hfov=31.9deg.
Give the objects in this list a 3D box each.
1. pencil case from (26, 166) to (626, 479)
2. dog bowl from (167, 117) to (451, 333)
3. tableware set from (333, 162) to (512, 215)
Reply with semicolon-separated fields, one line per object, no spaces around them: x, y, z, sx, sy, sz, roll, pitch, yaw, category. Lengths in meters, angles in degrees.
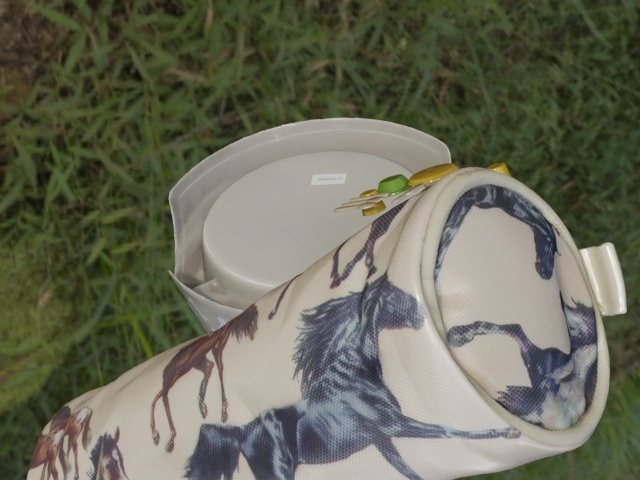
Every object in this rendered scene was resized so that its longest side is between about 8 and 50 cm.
-0.012;0.107;0.704;0.410;0.160;0.183;-31;172;37;pencil case
0.000;0.000;1.227;0.349;0.348;0.102;-15;128;-8;dog bowl
0.095;-0.042;0.972;0.104;0.154;0.024;-34;109;-45;tableware set
